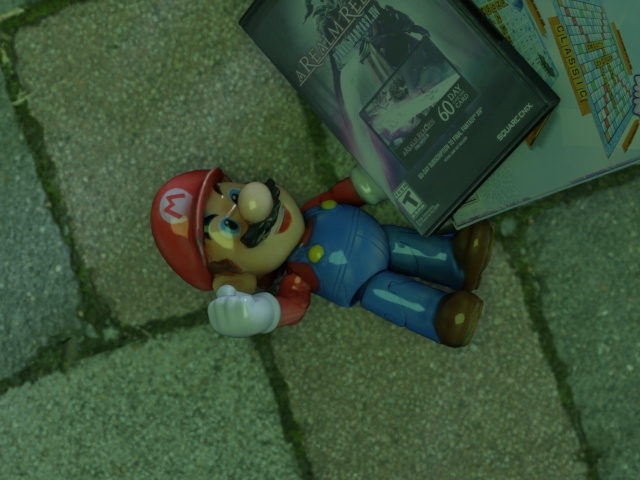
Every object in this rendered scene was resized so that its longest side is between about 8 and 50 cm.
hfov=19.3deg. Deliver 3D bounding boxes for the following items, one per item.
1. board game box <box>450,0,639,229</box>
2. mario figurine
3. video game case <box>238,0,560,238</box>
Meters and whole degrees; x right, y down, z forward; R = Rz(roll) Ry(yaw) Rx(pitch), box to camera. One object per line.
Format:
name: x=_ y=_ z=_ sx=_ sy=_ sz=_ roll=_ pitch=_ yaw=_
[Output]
board game box: x=0.193 y=-0.205 z=1.653 sx=0.318 sy=0.066 sz=0.319 roll=-20 pitch=95 yaw=39
mario figurine: x=0.000 y=0.000 z=1.751 sx=0.320 sy=0.198 sz=0.170 roll=12 pitch=113 yaw=-2
video game case: x=0.065 y=-0.163 z=1.703 sx=0.274 sy=0.026 sz=0.196 roll=49 pitch=128 yaw=9
